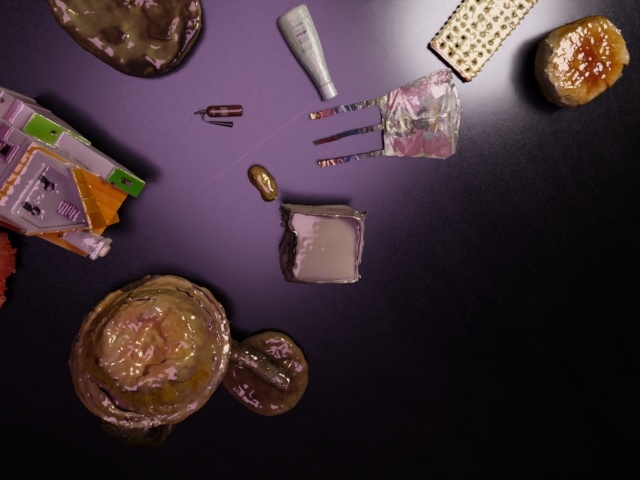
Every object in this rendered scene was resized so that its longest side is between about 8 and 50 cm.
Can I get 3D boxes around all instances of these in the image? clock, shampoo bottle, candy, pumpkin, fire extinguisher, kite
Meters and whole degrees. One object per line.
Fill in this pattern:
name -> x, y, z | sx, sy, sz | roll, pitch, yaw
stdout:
clock -> -0.534, -0.108, 0.853 | 0.309, 0.166, 0.235 | 35, 92, -10
shampoo bottle -> -0.021, -0.393, 0.906 | 0.069, 0.041, 0.191 | -29, 108, -4
candy -> 0.000, 0.000, 0.975 | 0.195, 0.137, 0.185 | 0, 106, -9
pumpkin -> -0.400, 0.371, 1.062 | 0.139, 0.190, 0.280 | 46, 53, -16
fire extinguisher -> -0.221, -0.271, 0.927 | 0.100, 0.032, 0.046 | -5, 141, -6
kite -> 0.159, -0.269, 0.978 | 0.360, 0.022, 0.204 | -11, 108, -8

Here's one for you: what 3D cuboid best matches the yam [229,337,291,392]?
yam -> -0.184, 0.288, 1.045 | 0.252, 0.061, 0.061 | 31, 101, 2

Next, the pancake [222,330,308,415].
pancake -> -0.146, 0.353, 1.103 | 0.241, 0.050, 0.242 | 0, 102, -2

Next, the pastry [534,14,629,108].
pastry -> 0.577, -0.402, 0.954 | 0.192, 0.093, 0.182 | -34, 107, -1

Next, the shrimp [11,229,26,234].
shrimp -> -0.682, -0.071, 0.924 | 0.161, 0.034, 0.091 | 21, 91, -19

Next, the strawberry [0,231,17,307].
strawberry -> -0.766, 0.042, 0.912 | 0.175, 0.106, 0.236 | 14, 109, -49

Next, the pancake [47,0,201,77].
pancake -> -0.374, -0.474, 0.833 | 0.294, 0.049, 0.295 | -1, 105, -4

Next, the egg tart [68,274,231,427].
egg tart -> -0.370, 0.228, 0.925 | 0.351, 0.150, 0.352 | 3, 68, -9

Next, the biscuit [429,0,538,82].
biscuit -> 0.363, -0.483, 0.943 | 0.139, 0.016, 0.231 | 36, 98, -15

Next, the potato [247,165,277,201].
potato -> -0.129, -0.130, 0.968 | 0.045, 0.046, 0.092 | -26, 103, 45
